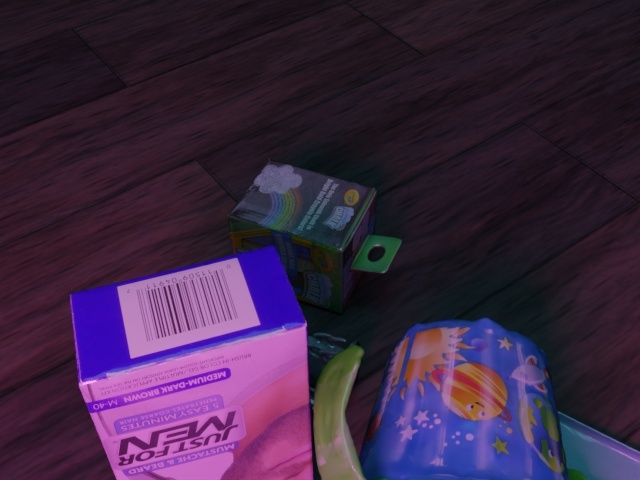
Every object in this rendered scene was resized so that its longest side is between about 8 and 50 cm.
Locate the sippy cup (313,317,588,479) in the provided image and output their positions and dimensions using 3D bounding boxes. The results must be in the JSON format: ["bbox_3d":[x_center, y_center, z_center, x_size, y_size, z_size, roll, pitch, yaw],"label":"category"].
[{"bbox_3d":[0.141,0.208,0.767,0.240,0.305,0.224,-3,51,18],"label":"sippy cup"}]

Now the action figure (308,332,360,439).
[{"bbox_3d":[-0.094,0.129,0.958,0.285,0.099,0.185,21,56,24],"label":"action figure"}]

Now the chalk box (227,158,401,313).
[{"bbox_3d":[0.000,0.000,1.055,0.213,0.132,0.132,18,48,16],"label":"chalk box"}]

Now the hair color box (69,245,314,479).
[{"bbox_3d":[-0.107,0.176,0.744,0.185,0.339,0.110,-13,47,-12],"label":"hair color box"}]

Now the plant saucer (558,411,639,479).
[{"bbox_3d":[0.290,0.240,0.900,0.192,0.018,0.067,24,52,23],"label":"plant saucer"}]
